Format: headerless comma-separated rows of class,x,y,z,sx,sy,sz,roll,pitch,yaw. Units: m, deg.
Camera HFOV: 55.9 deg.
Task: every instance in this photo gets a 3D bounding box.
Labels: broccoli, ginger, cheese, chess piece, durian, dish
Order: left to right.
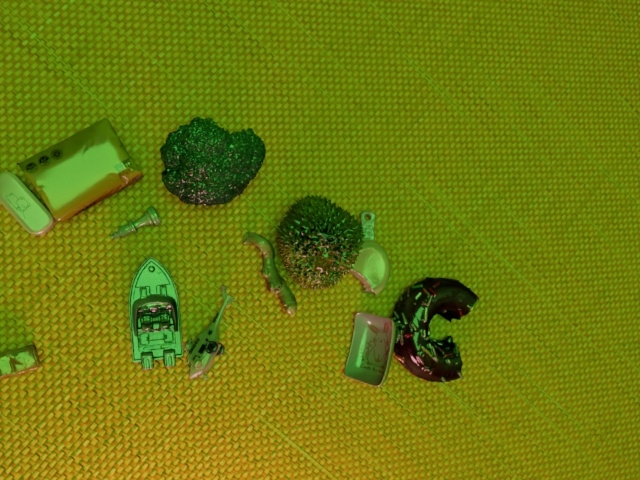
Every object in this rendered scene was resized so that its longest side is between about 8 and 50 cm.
chess piece,-0.540,-0.043,1.751,0.149,0.059,0.059,-28,94,-8
broccoli,-0.312,-0.236,1.731,0.308,0.307,0.275,3,48,-15
ginger,-0.150,0.098,1.836,0.287,0.075,0.089,61,34,-3
durian,0.002,-0.001,1.802,0.292,0.224,0.290,1,83,-10
cheese,0.165,0.040,1.928,0.164,0.071,0.248,24,80,-13
dish,0.167,0.339,1.882,0.077,0.151,0.212,16,84,-49

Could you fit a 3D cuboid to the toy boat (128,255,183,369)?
toy boat,-0.476,0.204,1.728,0.141,0.092,0.319,-5,87,-18

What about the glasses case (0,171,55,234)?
glasses case,-0.826,-0.101,1.673,0.083,0.050,0.196,-43,98,-12

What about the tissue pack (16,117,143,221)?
tissue pack,-0.660,-0.195,1.681,0.271,0.134,0.192,-34,96,-15

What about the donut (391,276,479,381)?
donut,0.359,0.273,1.935,0.260,0.136,0.344,19,80,-16

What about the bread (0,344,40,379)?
bread,-0.835,0.332,1.640,0.132,0.053,0.074,-14,90,-18

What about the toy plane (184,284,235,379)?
toy plane,-0.324,0.273,1.776,0.108,0.092,0.286,24,81,13
